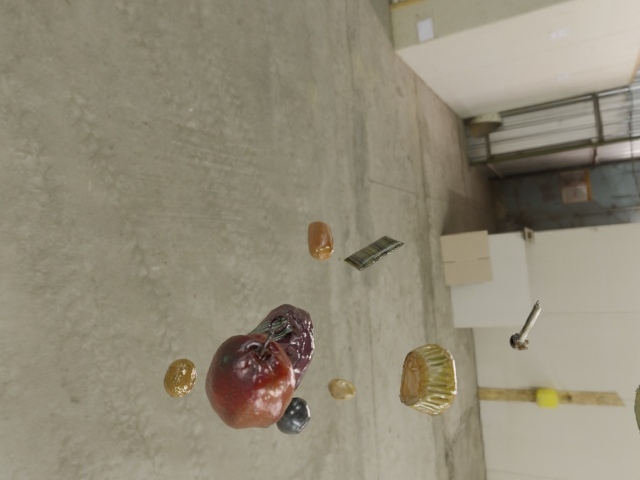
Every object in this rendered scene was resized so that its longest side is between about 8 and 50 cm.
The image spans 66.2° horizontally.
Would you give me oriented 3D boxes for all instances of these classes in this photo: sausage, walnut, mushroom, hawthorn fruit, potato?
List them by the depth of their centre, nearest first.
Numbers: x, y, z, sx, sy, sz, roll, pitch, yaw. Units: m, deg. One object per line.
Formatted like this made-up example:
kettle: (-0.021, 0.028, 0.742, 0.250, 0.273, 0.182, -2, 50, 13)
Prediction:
hawthorn fruit: (-0.113, 0.224, 0.838, 0.157, 0.156, 0.194, -43, 157, -56)
potato: (0.062, 0.437, 1.442, 0.068, 0.083, 0.062, 73, 11, -45)
walnut: (-0.414, 0.401, 1.457, 0.052, 0.091, 0.121, 119, -15, -52)
mushroom: (0.694, 0.288, 1.639, 0.060, 0.061, 0.187, -46, 159, -69)
sausage: (0.000, 0.000, 1.839, 0.238, 0.098, 0.098, -97, 167, -63)

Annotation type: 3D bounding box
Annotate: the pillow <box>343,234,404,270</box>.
pillow: (0.193, 0.044, 1.777, 0.203, 0.113, 0.038, -28, 119, -18)

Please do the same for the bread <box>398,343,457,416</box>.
bread: (0.357, 0.465, 1.664, 0.138, 0.240, 0.240, 15, 68, -21)

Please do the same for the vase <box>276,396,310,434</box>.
vase: (-0.121, 0.532, 1.572, 0.120, 0.182, 0.120, -43, 153, -28)

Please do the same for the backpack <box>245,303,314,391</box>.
backpack: (-0.135, 0.336, 1.417, 0.197, 0.317, 0.283, 22, 24, -21)

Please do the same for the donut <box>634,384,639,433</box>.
donut: (0.546, 0.266, 0.719, 0.174, 0.068, 0.175, -176, -90, -85)
